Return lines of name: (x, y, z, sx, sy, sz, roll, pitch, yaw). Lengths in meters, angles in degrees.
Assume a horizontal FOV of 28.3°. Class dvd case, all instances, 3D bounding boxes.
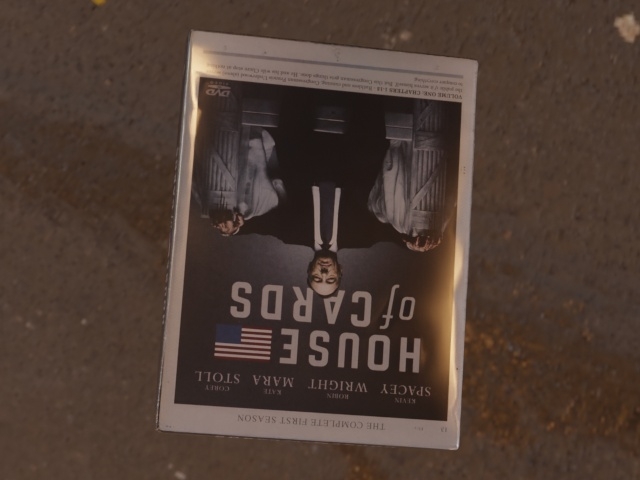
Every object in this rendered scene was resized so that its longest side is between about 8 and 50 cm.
dvd case: (0.000, 0.000, 0.756, 0.179, 0.238, 0.029, 5, 170, -8)
